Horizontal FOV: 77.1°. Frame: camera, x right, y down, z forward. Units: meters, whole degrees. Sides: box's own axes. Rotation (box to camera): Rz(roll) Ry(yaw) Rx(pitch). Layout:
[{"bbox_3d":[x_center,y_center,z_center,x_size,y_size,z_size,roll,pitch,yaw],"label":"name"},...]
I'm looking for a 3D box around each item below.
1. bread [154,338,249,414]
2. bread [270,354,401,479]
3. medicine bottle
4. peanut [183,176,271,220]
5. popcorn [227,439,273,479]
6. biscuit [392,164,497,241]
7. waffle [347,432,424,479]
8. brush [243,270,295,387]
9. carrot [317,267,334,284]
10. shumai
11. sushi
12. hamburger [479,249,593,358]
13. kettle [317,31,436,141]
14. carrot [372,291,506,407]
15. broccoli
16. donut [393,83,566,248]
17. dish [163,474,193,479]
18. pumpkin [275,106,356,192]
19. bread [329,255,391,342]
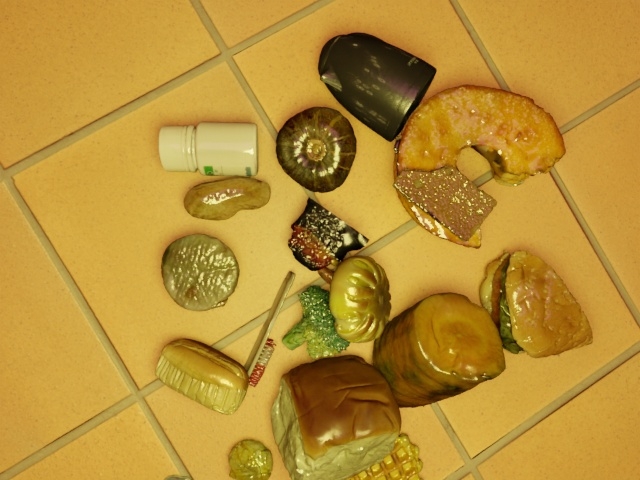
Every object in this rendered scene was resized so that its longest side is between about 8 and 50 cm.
[{"bbox_3d":[-0.284,0.325,0.991,0.236,0.140,0.106,23,88,12],"label":"bread"},{"bbox_3d":[0.035,0.423,0.978,0.278,0.250,0.225,-6,123,-21],"label":"bread"},{"bbox_3d":[-0.278,-0.233,1.027,0.236,0.139,0.139,-2,88,-5],"label":"medicine bottle"},{"bbox_3d":[-0.240,-0.109,1.048,0.225,0.095,0.108,-14,127,-12],"label":"peanut"},{"bbox_3d":[-0.178,0.574,1.025,0.116,0.106,0.121,-23,90,-15],"label":"popcorn"},{"bbox_3d":[0.302,-0.114,0.981,0.236,0.026,0.131,37,87,0],"label":"biscuit"},{"bbox_3d":[0.144,0.634,1.076,0.283,0.065,0.310,19,83,-7],"label":"waffle"},{"bbox_3d":[-0.128,0.237,1.065,0.050,0.060,0.321,25,86,-16],"label":"brush"},{"bbox_3d":[0.072,0.137,1.092,0.209,0.061,0.061,40,85,1],"label":"carrot"},{"bbox_3d":[-0.300,0.083,1.022,0.201,0.120,0.202,0,89,-2],"label":"shumai"},{"bbox_3d":[0.000,0.000,1.042,0.172,0.153,0.151,35,94,-9],"label":"sushi"},{"bbox_3d":[0.559,0.209,1.081,0.209,0.162,0.330,-40,97,-7],"label":"hamburger"},{"bbox_3d":[0.140,-0.440,1.065,0.290,0.207,0.268,34,57,6],"label":"kettle"},{"bbox_3d":[0.282,0.282,1.025,0.241,0.341,0.242,9,58,-15],"label":"carrot"},{"bbox_3d":[-0.017,0.228,1.050,0.219,0.194,0.194,43,84,-26],"label":"broccoli"},{"bbox_3d":[0.387,-0.213,1.082,0.435,0.163,0.378,-39,91,-3],"label":"donut"},{"bbox_3d":[-0.348,0.722,1.016,0.245,0.078,0.224,-3,87,-6],"label":"dish"},{"bbox_3d":[-0.008,-0.243,1.051,0.218,0.162,0.219,3,103,14],"label":"pumpkin"},{"bbox_3d":[0.108,0.142,0.974,0.104,0.213,0.214,-7,88,38],"label":"bread"}]
